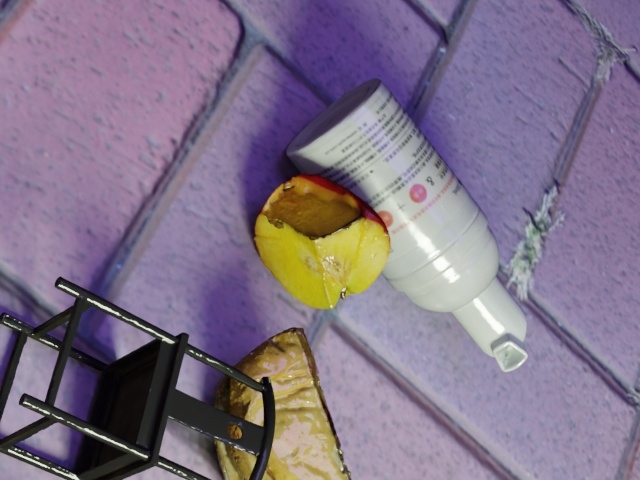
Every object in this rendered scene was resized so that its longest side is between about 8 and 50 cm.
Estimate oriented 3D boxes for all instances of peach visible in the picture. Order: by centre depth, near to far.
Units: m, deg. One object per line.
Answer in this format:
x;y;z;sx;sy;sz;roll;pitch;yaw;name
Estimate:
-0.001;0.000;1.846;0.151;0.151;0.118;29;22;-30;peach

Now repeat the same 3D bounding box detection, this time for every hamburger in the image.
-0.045;0.235;1.713;0.131;0.124;0.262;-11;74;-25;hamburger

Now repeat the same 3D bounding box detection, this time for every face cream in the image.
0.124;-0.006;1.945;0.369;0.145;0.145;52;46;-13;face cream

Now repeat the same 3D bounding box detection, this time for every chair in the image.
-0.187;0.163;1.589;0.260;0.141;0.154;30;54;-27;chair
